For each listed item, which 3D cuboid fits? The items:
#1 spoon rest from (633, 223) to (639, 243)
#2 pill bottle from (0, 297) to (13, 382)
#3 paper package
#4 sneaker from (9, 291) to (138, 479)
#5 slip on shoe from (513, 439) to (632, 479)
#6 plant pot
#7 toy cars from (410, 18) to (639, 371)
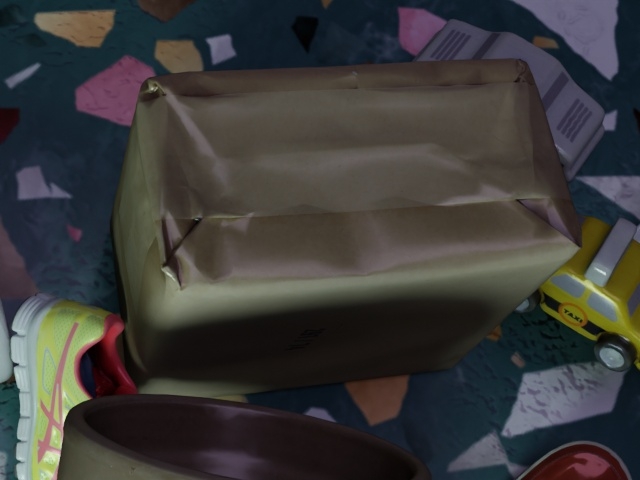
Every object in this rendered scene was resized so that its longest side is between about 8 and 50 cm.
[{"bbox_3d":[0.350,-0.008,1.456,0.137,0.084,0.276,28,66,-2],"label":"spoon rest"},{"bbox_3d":[-0.355,0.078,1.238,0.208,0.117,0.118,-14,75,-18],"label":"pill bottle"},{"bbox_3d":[0.000,0.000,1.238,0.309,0.325,0.168,-4,71,-14],"label":"paper package"},{"bbox_3d":[-0.181,0.145,1.232,0.094,0.081,0.208,0,103,26],"label":"sneaker"},{"bbox_3d":[0.159,0.298,1.291,0.123,0.101,0.331,39,66,4],"label":"slip on shoe"},{"bbox_3d":[-0.066,0.248,1.121,0.263,0.263,0.229,8,95,-11],"label":"plant pot"},{"bbox_3d":[0.205,-0.058,1.392,0.176,0.087,0.394,-8,58,-19],"label":"toy cars"}]
